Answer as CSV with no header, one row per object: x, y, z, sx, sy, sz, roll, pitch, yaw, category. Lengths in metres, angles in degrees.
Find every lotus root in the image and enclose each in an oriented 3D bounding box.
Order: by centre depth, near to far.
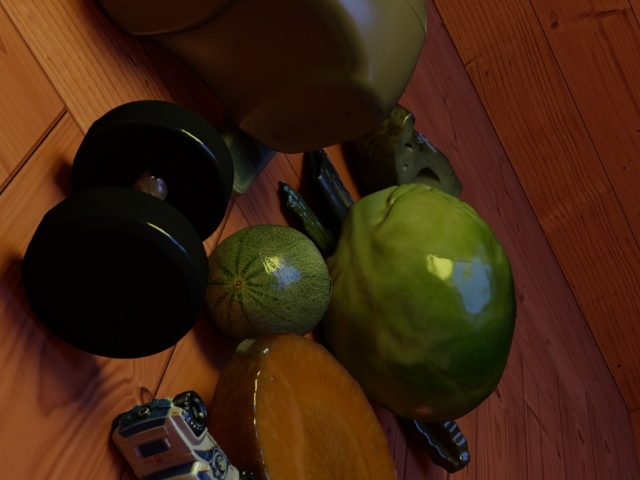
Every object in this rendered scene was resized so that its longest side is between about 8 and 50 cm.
0.128,-0.123,2.031,0.210,0.142,0.314,32,-11,50,lotus root

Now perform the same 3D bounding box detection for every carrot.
-0.010,0.238,1.207,0.258,0.100,0.307,-48,121,-57,carrot

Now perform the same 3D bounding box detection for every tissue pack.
-0.060,-0.313,1.391,0.387,0.267,0.277,39,52,-32,tissue pack

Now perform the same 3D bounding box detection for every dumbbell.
-0.166,-0.016,1.051,0.152,0.152,0.218,58,21,-28,dumbbell

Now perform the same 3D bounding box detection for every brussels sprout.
0.128,0.085,1.605,0.344,0.268,0.344,168,-90,-89,brussels sprout

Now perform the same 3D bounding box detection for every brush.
0.126,0.217,1.763,0.301,0.071,0.084,56,4,-9,brush

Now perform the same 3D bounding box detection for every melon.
-0.058,0.050,1.300,0.139,0.139,0.192,72,16,10,melon

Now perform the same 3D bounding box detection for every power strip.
-0.103,-0.121,1.507,0.080,0.048,0.286,62,21,-15,power strip

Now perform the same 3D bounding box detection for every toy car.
-0.116,0.216,1.048,0.171,0.080,0.070,60,22,-25,toy car

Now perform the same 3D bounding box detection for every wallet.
0.064,0.004,1.796,0.170,0.044,0.321,-93,157,-68,wallet

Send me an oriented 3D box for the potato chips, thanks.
-0.001,0.000,1.679,0.207,0.028,0.092,55,13,-35,potato chips
